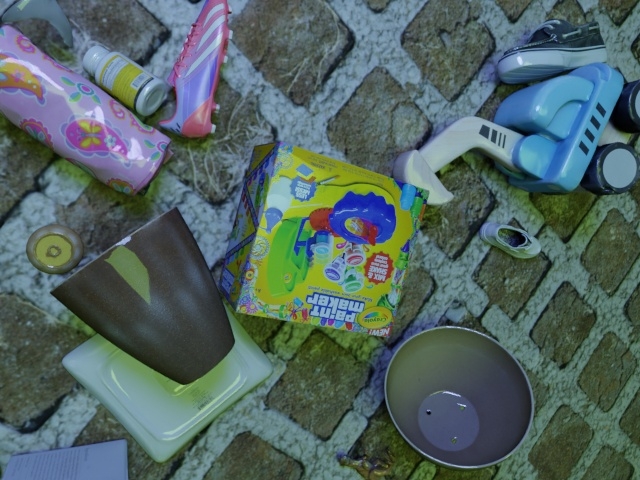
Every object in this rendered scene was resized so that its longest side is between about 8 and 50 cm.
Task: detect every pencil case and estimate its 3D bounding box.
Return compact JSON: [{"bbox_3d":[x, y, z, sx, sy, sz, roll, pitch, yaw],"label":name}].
[{"bbox_3d":[-0.367,-0.185,0.706,0.284,0.124,0.124,35,83,-24],"label":"pencil case"}]

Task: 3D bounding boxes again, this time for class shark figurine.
[{"bbox_3d":[-0.421,-0.432,0.651,0.166,0.116,0.278,-39,94,14],"label":"shark figurine"}]

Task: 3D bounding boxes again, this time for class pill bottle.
[{"bbox_3d":[-0.309,-0.254,0.731,0.116,0.065,0.065,35,83,0],"label":"pill bottle"}]

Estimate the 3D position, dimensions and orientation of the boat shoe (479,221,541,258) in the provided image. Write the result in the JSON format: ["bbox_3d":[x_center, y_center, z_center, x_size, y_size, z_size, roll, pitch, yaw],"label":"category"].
[{"bbox_3d":[0.464,0.000,1.099,0.184,0.063,0.066,24,88,-23],"label":"boat shoe"}]

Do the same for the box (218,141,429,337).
[{"bbox_3d":[0.000,0.000,0.848,0.290,0.177,0.279,13,93,-23],"label":"box"}]

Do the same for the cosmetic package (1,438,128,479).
[{"bbox_3d":[-0.409,0.442,0.753,0.184,0.151,0.151,0,99,-23],"label":"cosmetic package"}]

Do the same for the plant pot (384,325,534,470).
[{"bbox_3d":[0.281,0.353,0.987,0.284,0.284,0.191,-31,143,-16],"label":"plant pot"}]

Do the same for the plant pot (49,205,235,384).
[{"bbox_3d":[-0.243,0.101,0.723,0.215,0.215,0.230,-38,102,-13],"label":"plant pot"}]

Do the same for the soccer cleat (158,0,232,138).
[{"bbox_3d":[-0.206,-0.295,0.776,0.095,0.083,0.247,8,97,-19],"label":"soccer cleat"}]

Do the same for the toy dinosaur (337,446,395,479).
[{"bbox_3d":[0.125,0.527,1.045,0.112,0.064,0.211,-42,102,7],"label":"toy dinosaur"}]

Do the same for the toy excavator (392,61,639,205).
[{"bbox_3d":[0.424,-0.215,0.998,0.445,0.222,0.432,24,91,-11],"label":"toy excavator"}]

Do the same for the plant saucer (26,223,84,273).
[{"bbox_3d":[-0.433,0.016,0.758,0.084,0.015,0.083,-3,99,-22],"label":"plant saucer"}]

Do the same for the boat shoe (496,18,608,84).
[{"bbox_3d":[0.511,-0.430,1.044,0.335,0.121,0.119,-17,96,-30],"label":"boat shoe"}]

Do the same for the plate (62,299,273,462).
[{"bbox_3d":[-0.259,0.234,0.845,0.277,0.045,0.278,-37,109,-14],"label":"plate"}]
